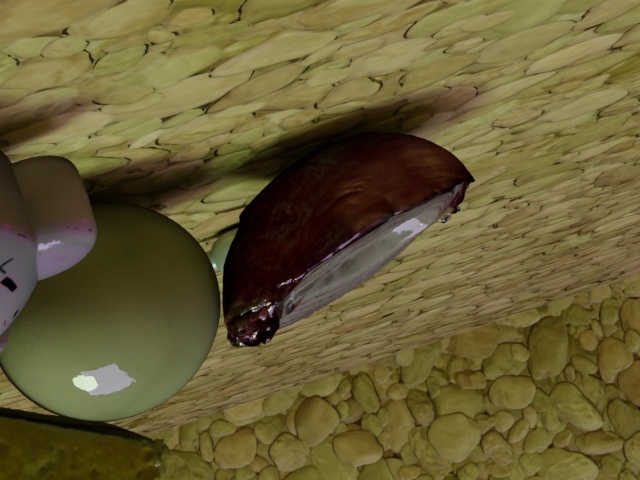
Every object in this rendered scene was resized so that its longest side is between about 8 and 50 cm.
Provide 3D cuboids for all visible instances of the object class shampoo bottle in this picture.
[{"bbox_3d":[-0.076,0.008,1.981,0.152,0.045,0.077,-18,173,1],"label":"shampoo bottle"}]

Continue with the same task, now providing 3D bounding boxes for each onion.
[{"bbox_3d":[-0.005,-0.006,1.720,0.283,0.120,0.227,-33,170,-41],"label":"onion"}]

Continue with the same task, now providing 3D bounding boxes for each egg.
[{"bbox_3d":[-0.180,0.058,1.658,0.186,0.186,0.241,-23,-178,26],"label":"egg"}]

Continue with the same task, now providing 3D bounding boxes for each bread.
[{"bbox_3d":[-0.352,0.147,1.659,0.245,0.362,0.233,-49,-162,-14],"label":"bread"}]

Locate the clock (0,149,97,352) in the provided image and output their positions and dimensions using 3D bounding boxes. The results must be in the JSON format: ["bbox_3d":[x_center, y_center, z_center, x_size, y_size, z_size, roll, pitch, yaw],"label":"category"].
[{"bbox_3d":[-0.336,0.038,1.362,0.322,0.113,0.295,-33,158,28],"label":"clock"}]
